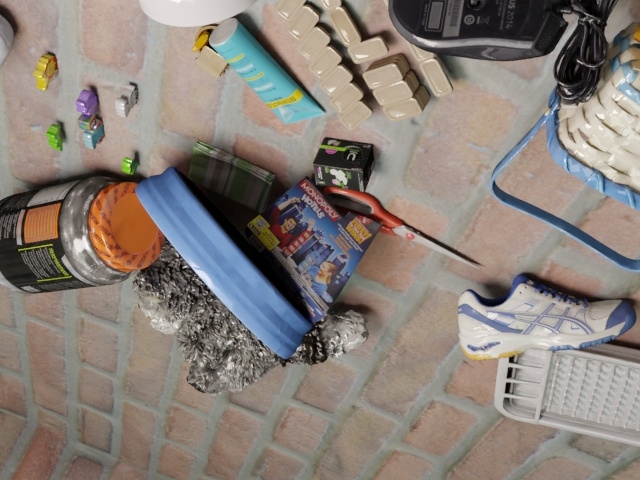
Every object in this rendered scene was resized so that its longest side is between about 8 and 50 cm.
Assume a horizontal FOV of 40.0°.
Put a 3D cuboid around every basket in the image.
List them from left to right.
[{"bbox_3d":[0.389,-0.102,1.111,0.254,0.201,0.289,28,129,-6],"label":"basket"}]

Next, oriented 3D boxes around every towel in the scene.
[{"bbox_3d":[-0.161,-0.108,1.557,0.152,0.023,0.113,23,143,-1],"label":"towel"}]

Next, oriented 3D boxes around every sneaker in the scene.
[{"bbox_3d":[0.377,0.119,1.488,0.296,0.112,0.131,-10,92,9],"label":"sneaker"}]

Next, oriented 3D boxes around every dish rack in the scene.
[{"bbox_3d":[0.501,0.267,1.645,0.332,0.072,0.286,11,142,16],"label":"dish rack"}]

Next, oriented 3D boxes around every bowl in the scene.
[{"bbox_3d":[-0.156,0.031,1.503,0.391,0.077,0.391,49,179,2],"label":"bowl"}]

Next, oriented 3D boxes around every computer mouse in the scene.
[{"bbox_3d":[0.217,-0.267,1.068,0.272,0.189,0.072,13,175,18],"label":"computer mouse"}]

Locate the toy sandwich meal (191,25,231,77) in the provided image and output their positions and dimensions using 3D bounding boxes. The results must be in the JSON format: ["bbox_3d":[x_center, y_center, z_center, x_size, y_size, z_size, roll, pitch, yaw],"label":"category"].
[{"bbox_3d":[-0.158,-0.284,1.324,0.085,0.029,0.086,14,143,11],"label":"toy sandwich meal"}]

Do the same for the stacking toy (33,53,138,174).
[{"bbox_3d":[-0.400,-0.212,1.532,0.166,0.052,0.221,20,146,6],"label":"stacking toy"}]

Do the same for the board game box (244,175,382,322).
[{"bbox_3d":[0.000,0.000,1.469,0.194,0.194,0.060,49,152,0],"label":"board game box"}]

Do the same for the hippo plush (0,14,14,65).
[{"bbox_3d":[-0.579,-0.306,1.332,0.234,0.294,0.237,22,159,39],"label":"hippo plush"}]

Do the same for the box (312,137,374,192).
[{"bbox_3d":[0.037,-0.120,1.402,0.083,0.062,0.052,10,144,15],"label":"box"}]

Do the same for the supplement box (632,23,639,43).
[{"bbox_3d":[0.469,-0.239,0.905,0.194,0.129,0.191,26,113,-5],"label":"supplement box"}]

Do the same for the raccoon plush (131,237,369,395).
[{"bbox_3d":[-0.156,0.107,1.755,0.446,0.216,0.299,-20,118,11],"label":"raccoon plush"}]

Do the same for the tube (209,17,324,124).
[{"bbox_3d":[-0.082,-0.246,1.323,0.080,0.052,0.207,-3,147,40],"label":"tube"}]

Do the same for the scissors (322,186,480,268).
[{"bbox_3d":[0.140,-0.022,1.508,0.297,0.021,0.109,19,142,8],"label":"scissors"}]

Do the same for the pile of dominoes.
[{"bbox_3d":[0.062,-0.279,1.231,0.195,0.040,0.251,-11,124,38],"label":"pile of dominoes"}]

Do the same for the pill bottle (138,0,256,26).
[{"bbox_3d":[-0.177,-0.451,0.954,0.228,0.229,0.408,8,142,19],"label":"pill bottle"}]

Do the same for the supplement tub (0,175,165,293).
[{"bbox_3d":[-0.473,-0.009,1.691,0.337,0.207,0.207,-7,135,34],"label":"supplement tub"}]
